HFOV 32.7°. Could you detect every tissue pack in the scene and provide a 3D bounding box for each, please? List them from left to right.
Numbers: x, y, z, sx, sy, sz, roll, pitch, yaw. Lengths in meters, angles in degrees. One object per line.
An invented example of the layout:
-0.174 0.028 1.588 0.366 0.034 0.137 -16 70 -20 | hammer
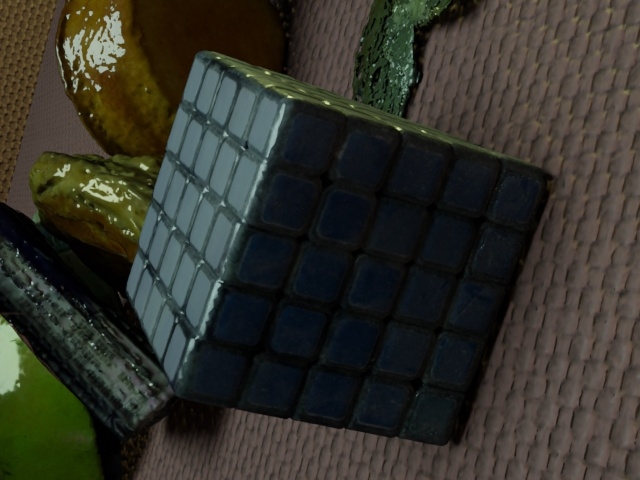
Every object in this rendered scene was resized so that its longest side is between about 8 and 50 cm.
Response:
-0.307 0.099 1.352 0.123 0.332 0.245 -44 -1 -9 | tissue pack

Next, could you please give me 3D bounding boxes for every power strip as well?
-0.353 0.036 1.723 0.061 0.145 0.215 -108 4 -57 | power strip

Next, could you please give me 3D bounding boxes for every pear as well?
-0.441 0.219 1.604 0.399 0.165 0.398 39 136 50 | pear

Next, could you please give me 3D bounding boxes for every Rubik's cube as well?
0.000 0.000 0.882 0.238 0.237 0.236 39 111 63 | Rubik's cube

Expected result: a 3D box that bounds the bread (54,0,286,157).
-0.180 -0.229 1.355 0.172 0.312 0.312 -22 55 41 | bread

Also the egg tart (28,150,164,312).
-0.189 0.003 1.264 0.153 0.339 0.351 -46 -27 -21 | egg tart

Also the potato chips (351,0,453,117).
0.084 -0.207 1.068 0.220 0.029 0.202 -51 31 45 | potato chips
